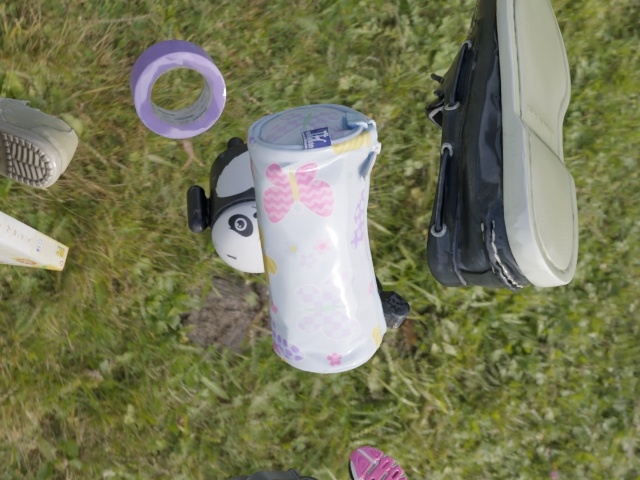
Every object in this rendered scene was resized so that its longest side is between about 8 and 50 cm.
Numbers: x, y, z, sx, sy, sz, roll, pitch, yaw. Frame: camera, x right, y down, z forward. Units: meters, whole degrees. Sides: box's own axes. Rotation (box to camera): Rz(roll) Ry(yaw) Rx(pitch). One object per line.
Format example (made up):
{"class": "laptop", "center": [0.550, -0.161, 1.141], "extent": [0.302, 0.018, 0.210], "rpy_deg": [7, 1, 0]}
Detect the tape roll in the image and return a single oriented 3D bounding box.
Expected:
{"class": "tape roll", "center": [-0.295, -0.312, 1.706], "extent": [0.189, 0.080, 0.189], "rpy_deg": [-10, 124, -16]}

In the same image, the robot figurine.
{"class": "robot figurine", "center": [-0.124, -0.073, 1.557], "extent": [0.173, 0.209, 0.278], "rpy_deg": [34, 37, -41]}

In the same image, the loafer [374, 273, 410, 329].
{"class": "loafer", "center": [0.089, 0.103, 1.559], "extent": [0.170, 0.061, 0.062], "rpy_deg": [43, 47, 20]}

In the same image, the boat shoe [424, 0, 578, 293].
{"class": "boat shoe", "center": [0.139, -0.105, 0.686], "extent": [0.127, 0.113, 0.340], "rpy_deg": [34, 49, -42]}

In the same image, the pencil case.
{"class": "pencil case", "center": [0.000, 0.000, 0.832], "extent": [0.124, 0.113, 0.273], "rpy_deg": [-11, 119, -13]}

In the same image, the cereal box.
{"class": "cereal box", "center": [-0.522, -0.015, 1.246], "extent": [0.173, 0.240, 0.047], "rpy_deg": [6, 73, 19]}

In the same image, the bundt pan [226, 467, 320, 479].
{"class": "bundt pan", "center": [-0.110, 0.516, 1.289], "extent": [0.124, 0.331, 0.330], "rpy_deg": [28, 83, -43]}

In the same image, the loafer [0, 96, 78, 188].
{"class": "loafer", "center": [-0.443, -0.151, 1.120], "extent": [0.269, 0.092, 0.102], "rpy_deg": [27, 124, 14]}

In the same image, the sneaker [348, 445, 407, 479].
{"class": "sneaker", "center": [0.084, 0.328, 1.037], "extent": [0.170, 0.075, 0.063], "rpy_deg": [50, 60, -11]}
